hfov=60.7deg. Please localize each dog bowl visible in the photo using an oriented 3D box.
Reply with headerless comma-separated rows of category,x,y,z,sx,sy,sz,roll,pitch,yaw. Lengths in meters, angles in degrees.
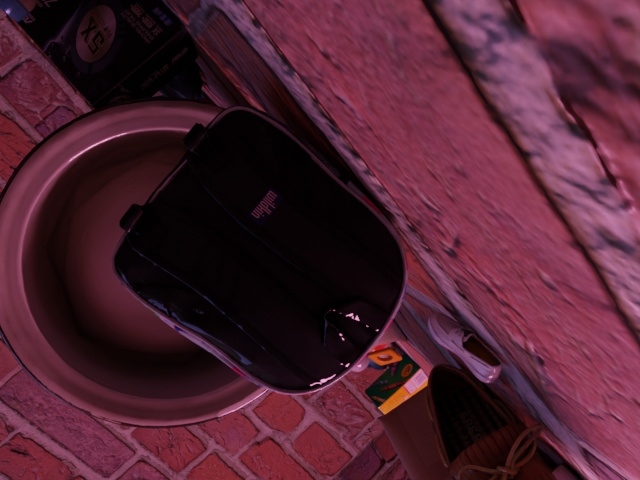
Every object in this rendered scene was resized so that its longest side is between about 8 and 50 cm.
dog bowl,-0.200,0.026,0.732,0.408,0.408,0.150,49,169,-15

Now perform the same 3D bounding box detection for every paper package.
paper package,0.286,0.444,0.963,0.309,0.168,0.325,53,-178,-42

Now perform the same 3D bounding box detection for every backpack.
backpack,-0.047,0.021,0.563,0.253,0.225,0.191,38,178,0

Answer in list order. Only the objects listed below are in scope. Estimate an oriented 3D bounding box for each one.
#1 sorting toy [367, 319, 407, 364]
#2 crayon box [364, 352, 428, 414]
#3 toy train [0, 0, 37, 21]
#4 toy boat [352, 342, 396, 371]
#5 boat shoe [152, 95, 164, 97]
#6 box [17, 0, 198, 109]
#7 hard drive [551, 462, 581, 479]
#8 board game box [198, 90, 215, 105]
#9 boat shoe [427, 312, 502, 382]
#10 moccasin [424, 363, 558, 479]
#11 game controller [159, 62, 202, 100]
sorting toy,0.077,0.191,1.225,0.347,0.196,0.047,54,-151,-46
crayon box,0.268,0.479,1.624,0.278,0.165,0.081,52,173,-37
toy train,-0.324,-0.344,0.537,0.248,0.143,0.105,47,174,2
toy boat,0.114,0.292,1.595,0.267,0.148,0.318,48,175,-3
boat shoe,-0.270,-0.218,1.139,0.104,0.110,0.307,31,-169,12
box,-0.273,-0.264,0.688,0.180,0.147,0.077,48,175,6
hard drive,0.438,0.448,0.739,0.307,0.040,0.203,44,174,33
board game box,-0.176,-0.201,1.014,0.281,0.027,0.145,46,176,14
boat shoe,0.159,0.110,0.600,0.100,0.035,0.035,49,149,35
moccasin,0.235,0.296,0.716,0.147,0.139,0.380,62,-173,-23
game controller,-0.297,-0.347,0.832,0.319,0.067,0.166,48,160,-10
